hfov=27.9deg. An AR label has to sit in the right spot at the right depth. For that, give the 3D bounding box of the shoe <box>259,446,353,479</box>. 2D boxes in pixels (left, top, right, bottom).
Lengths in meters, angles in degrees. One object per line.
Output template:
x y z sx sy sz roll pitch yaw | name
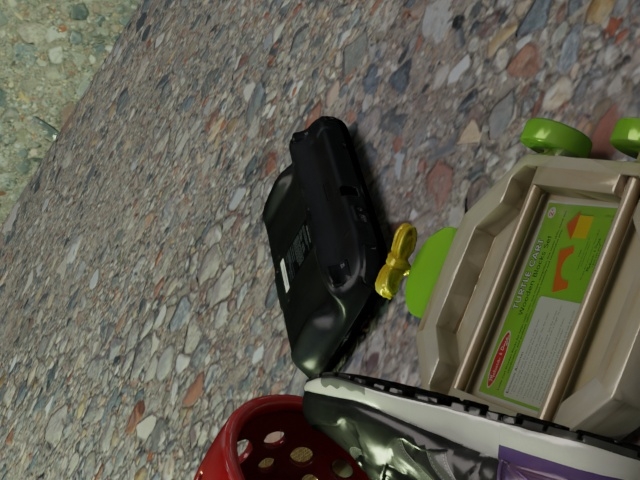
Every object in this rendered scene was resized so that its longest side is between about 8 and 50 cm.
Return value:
-0.010 0.212 1.182 0.219 0.058 0.077 -42 54 49 | shoe

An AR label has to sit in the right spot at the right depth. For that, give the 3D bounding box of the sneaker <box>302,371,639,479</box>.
0.079 0.164 0.831 0.283 0.107 0.124 9 84 48 | sneaker

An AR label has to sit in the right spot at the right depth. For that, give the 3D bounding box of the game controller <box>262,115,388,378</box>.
0.000 0.000 1.358 0.319 0.067 0.166 -104 30 -54 | game controller

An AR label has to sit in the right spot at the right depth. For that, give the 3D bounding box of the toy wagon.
0.153 0.038 0.989 0.344 0.068 0.267 13 79 66 | toy wagon

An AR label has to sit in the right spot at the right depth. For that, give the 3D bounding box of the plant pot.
-0.030 0.245 1.020 0.174 0.191 0.191 -56 26 27 | plant pot
